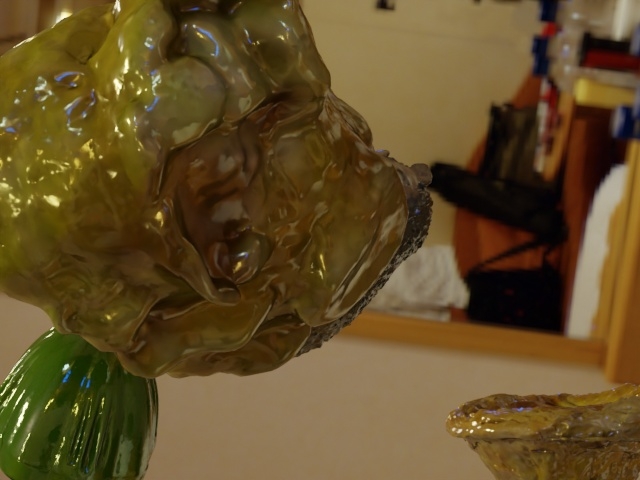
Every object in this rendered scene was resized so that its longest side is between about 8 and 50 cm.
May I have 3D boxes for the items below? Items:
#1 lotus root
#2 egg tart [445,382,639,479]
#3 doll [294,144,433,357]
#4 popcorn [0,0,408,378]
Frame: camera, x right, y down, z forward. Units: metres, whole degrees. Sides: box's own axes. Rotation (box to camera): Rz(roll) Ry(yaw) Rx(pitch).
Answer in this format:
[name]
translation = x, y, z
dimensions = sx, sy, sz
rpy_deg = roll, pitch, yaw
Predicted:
[lotus root]
translation = -0.233, 0.142, 1.278
dimensions = 0.186, 0.186, 0.186
rpy_deg = 8, -90, -89
[egg tart]
translation = 0.357, 0.292, 1.859
dimensions = 0.352, 0.352, 0.150
rpy_deg = 80, -174, -85
[doll]
translation = 0.000, 0.000, 1.742
dimensions = 0.247, 0.349, 0.247
rpy_deg = 45, 152, 32
[popcorn]
translation = -0.108, -0.053, 0.952
dimensions = 0.292, 0.293, 0.334
rpy_deg = -59, -26, -9
